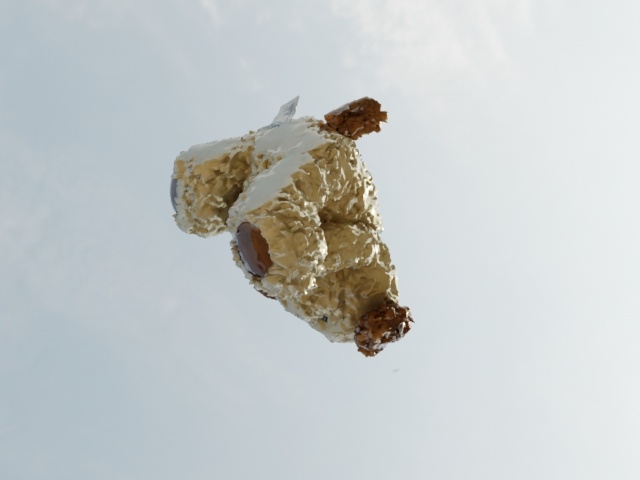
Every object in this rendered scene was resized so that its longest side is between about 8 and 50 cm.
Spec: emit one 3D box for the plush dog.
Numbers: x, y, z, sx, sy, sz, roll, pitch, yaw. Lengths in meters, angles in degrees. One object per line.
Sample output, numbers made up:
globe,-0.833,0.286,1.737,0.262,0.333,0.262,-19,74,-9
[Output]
plush dog,0.000,0.000,0.966,0.211,0.262,0.225,-31,-59,-18
